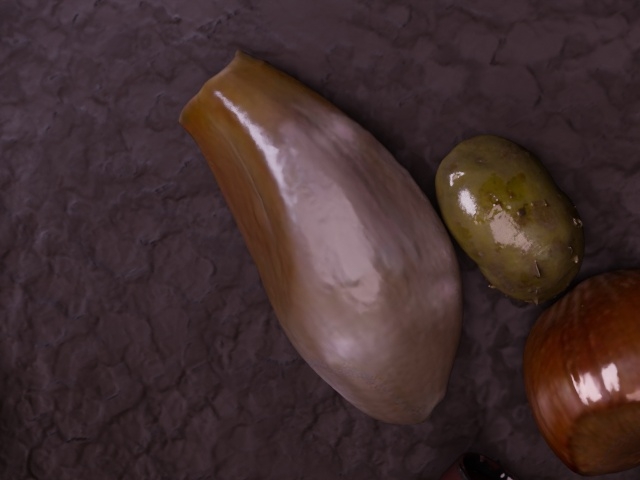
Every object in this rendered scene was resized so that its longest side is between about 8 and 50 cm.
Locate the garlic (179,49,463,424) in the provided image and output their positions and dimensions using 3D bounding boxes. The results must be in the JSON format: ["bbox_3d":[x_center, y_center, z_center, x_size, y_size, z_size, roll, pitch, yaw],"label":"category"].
[{"bbox_3d":[0.007,-0.003,1.348,0.143,0.112,0.318,-34,85,32],"label":"garlic"}]

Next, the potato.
[{"bbox_3d":[0.145,-0.016,1.350,0.091,0.070,0.138,-38,95,-5],"label":"potato"}]

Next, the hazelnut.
[{"bbox_3d":[0.222,0.096,1.330,0.150,0.150,0.150,1,99,5],"label":"hazelnut"}]

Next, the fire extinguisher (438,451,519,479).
[{"bbox_3d":[0.049,0.323,1.399,0.141,0.105,0.341,32,109,-21],"label":"fire extinguisher"}]
